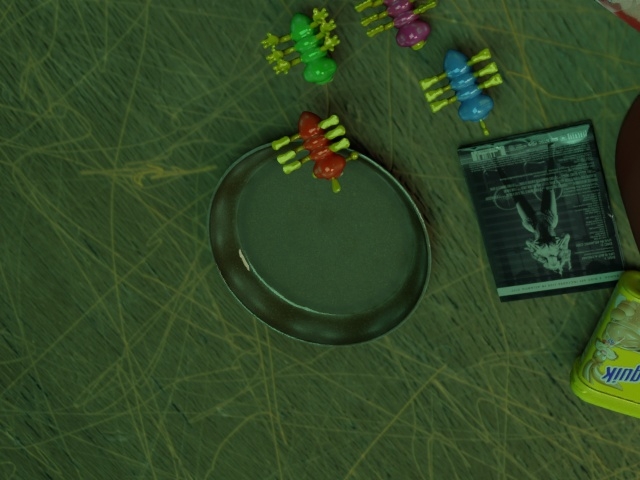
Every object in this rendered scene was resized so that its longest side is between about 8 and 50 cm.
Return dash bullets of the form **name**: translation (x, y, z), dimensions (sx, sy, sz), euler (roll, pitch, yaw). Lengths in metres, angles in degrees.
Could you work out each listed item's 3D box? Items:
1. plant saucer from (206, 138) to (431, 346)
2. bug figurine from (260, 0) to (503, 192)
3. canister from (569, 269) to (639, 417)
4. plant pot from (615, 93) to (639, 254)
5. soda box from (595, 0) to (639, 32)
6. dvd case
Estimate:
- **plant saucer**: translation (0.000, 0.000, 1.373), dimensions (0.310, 0.050, 0.311), euler (9, 121, 15)
- **bug figurine**: translation (0.065, -0.190, 1.209), dimensions (0.278, 0.072, 0.216), euler (-20, 96, 17)
- **canister**: translation (0.399, 0.130, 1.281), dimensions (0.126, 0.073, 0.170), euler (17, 123, 2)
- **plant pot**: translation (0.443, -0.042, 1.076), dimensions (0.274, 0.243, 0.275), euler (9, 121, 15)
- **soda box**: translation (0.393, -0.330, 1.029), dimensions (0.092, 0.083, 0.263), euler (35, 124, -1)
- **dvd case**: translation (0.277, -0.030, 1.275), dimensions (0.164, 0.018, 0.221), euler (-10, 113, 23)
